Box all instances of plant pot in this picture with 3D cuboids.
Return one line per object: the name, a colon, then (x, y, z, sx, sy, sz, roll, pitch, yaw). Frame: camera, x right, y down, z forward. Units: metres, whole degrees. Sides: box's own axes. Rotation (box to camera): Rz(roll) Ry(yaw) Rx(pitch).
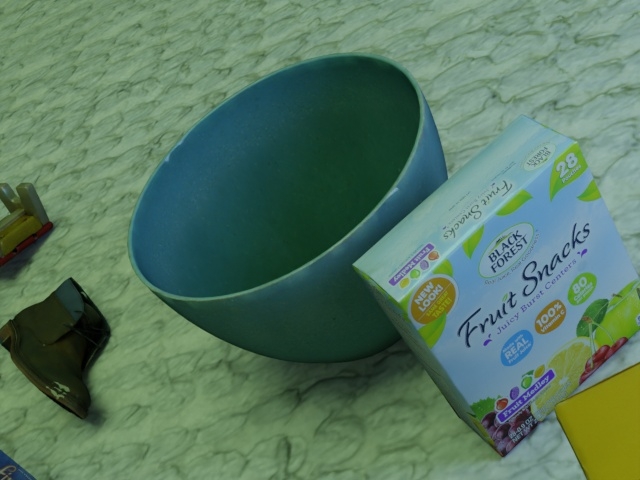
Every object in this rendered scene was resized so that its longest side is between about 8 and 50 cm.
plant pot: (0.000, 0.000, 0.999, 0.290, 0.195, 0.290, -21, 39, 18)

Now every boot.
boot: (-0.276, 0.109, 1.191, 0.106, 0.082, 0.219, -47, 37, -10)

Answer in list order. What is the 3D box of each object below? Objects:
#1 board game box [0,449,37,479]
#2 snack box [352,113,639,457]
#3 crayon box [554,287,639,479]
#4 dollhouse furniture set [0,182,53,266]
board game box: (-0.413, 0.214, 1.115, 0.243, 0.165, 0.042, 0, 50, 37)
snack box: (0.146, 0.039, 0.836, 0.174, 0.207, 0.070, -42, 37, -7)
crayon box: (0.232, 0.205, 0.596, 0.083, 0.203, 0.323, -29, 37, 10)
dollhouse furniture set: (-0.524, 0.082, 1.393, 0.201, 0.152, 0.374, 3, 35, 41)
